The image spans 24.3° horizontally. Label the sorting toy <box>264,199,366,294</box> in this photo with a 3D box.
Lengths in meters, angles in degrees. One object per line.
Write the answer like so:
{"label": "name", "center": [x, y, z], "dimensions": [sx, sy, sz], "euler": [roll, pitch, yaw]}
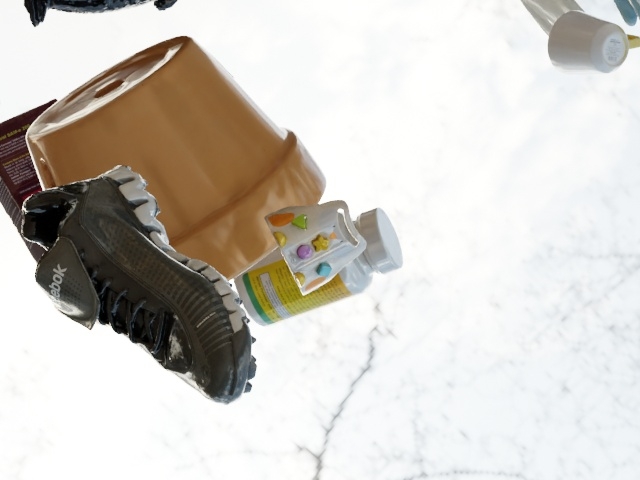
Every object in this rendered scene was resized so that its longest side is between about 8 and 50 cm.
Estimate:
{"label": "sorting toy", "center": [0.000, 0.000, 1.377], "dimensions": [0.075, 0.083, 0.045], "euler": [-27, -172, -2]}

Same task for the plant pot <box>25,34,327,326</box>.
{"label": "plant pot", "center": [-0.166, -0.076, 1.538], "dimensions": [0.291, 0.203, 0.291], "euler": [-27, -160, 10]}

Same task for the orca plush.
{"label": "orca plush", "center": [-0.203, -0.330, 1.702], "dimensions": [0.287, 0.151, 0.102], "euler": [-18, -161, -40]}

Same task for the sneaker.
{"label": "sneaker", "center": [-0.131, 0.034, 0.985], "dimensions": [0.234, 0.106, 0.078], "euler": [49, -46, 40]}

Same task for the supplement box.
{"label": "supplement box", "center": [-0.361, -0.060, 2.033], "dimensions": [0.130, 0.239, 0.073], "euler": [-27, 172, -27]}

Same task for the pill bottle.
{"label": "pill bottle", "center": [-0.003, 0.030, 1.971], "dimensions": [0.208, 0.117, 0.117], "euler": [-21, -145, 16]}

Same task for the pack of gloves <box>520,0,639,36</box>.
{"label": "pack of gloves", "center": [0.241, -0.296, 1.494], "dimensions": [0.046, 0.232, 0.195], "euler": [-46, -170, -21]}

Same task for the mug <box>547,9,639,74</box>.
{"label": "mug", "center": [0.266, -0.191, 1.424], "dimensions": [0.078, 0.062, 0.064], "euler": [-43, -150, -15]}
